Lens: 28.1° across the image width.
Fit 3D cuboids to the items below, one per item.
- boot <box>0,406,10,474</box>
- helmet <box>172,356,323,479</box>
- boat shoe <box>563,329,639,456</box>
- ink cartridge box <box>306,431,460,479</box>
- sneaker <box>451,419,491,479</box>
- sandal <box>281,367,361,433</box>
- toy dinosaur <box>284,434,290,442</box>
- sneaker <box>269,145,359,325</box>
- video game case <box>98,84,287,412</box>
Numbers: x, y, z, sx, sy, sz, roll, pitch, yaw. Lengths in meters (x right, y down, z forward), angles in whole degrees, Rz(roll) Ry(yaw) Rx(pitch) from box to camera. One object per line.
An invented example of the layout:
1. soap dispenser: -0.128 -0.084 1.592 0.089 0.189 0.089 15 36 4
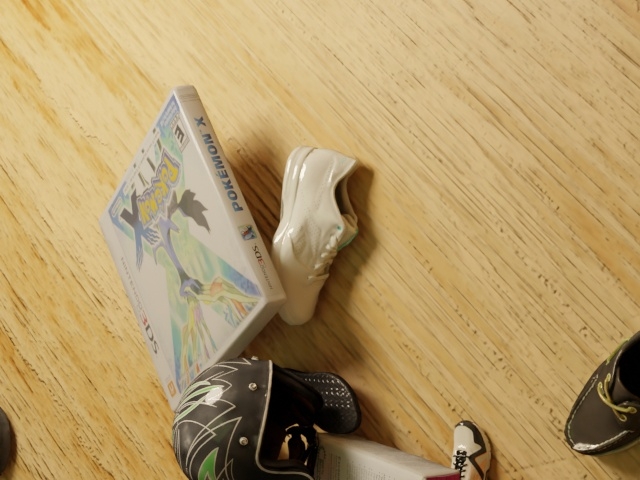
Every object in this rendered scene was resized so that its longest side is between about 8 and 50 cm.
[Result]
1. boot: -0.747 0.328 1.915 0.367 0.445 0.146 -7 87 42
2. helmet: -0.085 0.210 1.414 0.169 0.161 0.169 -37 35 31
3. boat shoe: 0.302 0.129 1.202 0.227 0.069 0.081 -51 60 31
4. ink cartridge box: 0.076 0.388 1.345 0.330 0.071 0.324 6 93 62
5. sneaker: 0.156 0.246 1.358 0.040 0.044 0.109 -10 83 44
6. sandal: 0.000 0.183 1.508 0.179 0.040 0.067 10 93 56
7. toy dinosaur: -0.077 0.250 1.553 0.092 0.053 0.183 -27 74 65
8. sneaker: 0.000 0.000 1.478 0.094 0.080 0.212 10 100 25
9. video game case: -0.172 0.020 1.598 0.329 0.036 0.300 -49 59 50
